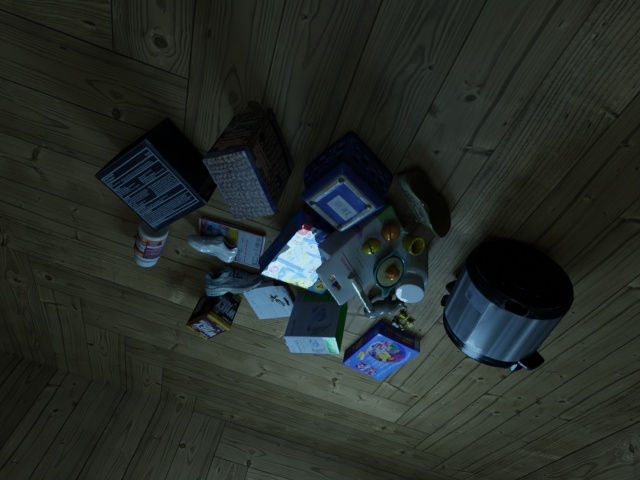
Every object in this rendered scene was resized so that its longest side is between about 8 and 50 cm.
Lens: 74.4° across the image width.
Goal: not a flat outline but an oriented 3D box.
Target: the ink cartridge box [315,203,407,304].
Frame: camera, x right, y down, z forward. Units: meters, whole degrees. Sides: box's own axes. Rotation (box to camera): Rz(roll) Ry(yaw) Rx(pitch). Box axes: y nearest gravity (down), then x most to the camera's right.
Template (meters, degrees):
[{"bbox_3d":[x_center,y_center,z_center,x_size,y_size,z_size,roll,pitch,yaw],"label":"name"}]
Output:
[{"bbox_3d":[0.135,0.041,1.525,0.354,0.119,0.207,-39,122,-10],"label":"ink cartridge box"}]

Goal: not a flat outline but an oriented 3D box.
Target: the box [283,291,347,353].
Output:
[{"bbox_3d":[-0.014,0.367,1.892,0.231,0.261,0.126,-2,130,16],"label":"box"}]

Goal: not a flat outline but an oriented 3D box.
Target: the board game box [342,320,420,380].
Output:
[{"bbox_3d":[0.299,0.561,2.115,0.234,0.078,0.347,28,132,-11],"label":"board game box"}]

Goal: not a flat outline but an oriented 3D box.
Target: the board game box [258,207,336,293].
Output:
[{"bbox_3d":[-0.032,0.054,1.646,0.302,0.086,0.308,22,126,-31],"label":"board game box"}]

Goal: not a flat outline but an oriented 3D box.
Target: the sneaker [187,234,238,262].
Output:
[{"bbox_3d":[-0.451,0.010,1.780,0.212,0.080,0.094,24,121,-18],"label":"sneaker"}]

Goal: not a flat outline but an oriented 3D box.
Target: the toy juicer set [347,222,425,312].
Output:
[{"bbox_3d":[0.215,0.092,1.461,0.209,0.089,0.328,34,90,-34],"label":"toy juicer set"}]

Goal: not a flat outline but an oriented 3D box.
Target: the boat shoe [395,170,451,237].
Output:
[{"bbox_3d":[0.366,-0.128,1.480,0.285,0.104,0.089,54,160,-25],"label":"boat shoe"}]

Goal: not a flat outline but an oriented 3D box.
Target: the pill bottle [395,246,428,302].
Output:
[{"bbox_3d":[0.344,0.118,1.603,0.131,0.229,0.131,7,132,8],"label":"pill bottle"}]

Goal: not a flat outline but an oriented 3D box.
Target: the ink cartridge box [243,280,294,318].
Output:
[{"bbox_3d":[-0.233,0.285,2.018,0.224,0.045,0.223,-8,129,19],"label":"ink cartridge box"}]

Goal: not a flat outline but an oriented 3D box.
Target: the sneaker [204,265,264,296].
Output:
[{"bbox_3d":[-0.399,0.176,1.919,0.284,0.110,0.122,-10,102,6],"label":"sneaker"}]

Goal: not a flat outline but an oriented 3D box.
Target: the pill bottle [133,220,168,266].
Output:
[{"bbox_3d":[-0.748,0.014,1.846,0.121,0.121,0.221,26,132,-10],"label":"pill bottle"}]

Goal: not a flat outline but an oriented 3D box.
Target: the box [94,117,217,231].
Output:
[{"bbox_3d":[-0.583,-0.233,1.543,0.297,0.182,0.294,-22,124,27],"label":"box"}]

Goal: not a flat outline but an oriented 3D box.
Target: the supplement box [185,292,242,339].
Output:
[{"bbox_3d":[-0.512,0.346,2.038,0.191,0.194,0.129,-28,120,33],"label":"supplement box"}]

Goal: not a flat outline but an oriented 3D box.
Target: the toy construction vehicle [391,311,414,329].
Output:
[{"bbox_3d":[0.380,0.375,1.964,0.098,0.035,0.086,37,118,-22],"label":"toy construction vehicle"}]

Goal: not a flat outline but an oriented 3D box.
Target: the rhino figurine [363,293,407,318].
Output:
[{"bbox_3d":[0.293,0.279,1.844,0.244,0.106,0.073,-21,124,29],"label":"rhino figurine"}]

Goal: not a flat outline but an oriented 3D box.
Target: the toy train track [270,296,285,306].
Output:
[{"bbox_3d":[-0.202,0.290,1.974,0.083,0.014,0.048,35,129,-20],"label":"toy train track"}]

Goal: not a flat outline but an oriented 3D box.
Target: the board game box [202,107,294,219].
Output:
[{"bbox_3d":[-0.218,-0.251,1.365,0.141,0.290,0.231,-7,130,19],"label":"board game box"}]

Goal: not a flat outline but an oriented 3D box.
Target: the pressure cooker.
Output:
[{"bbox_3d":[0.653,0.251,1.556,0.376,0.369,0.420,15,129,5],"label":"pressure cooker"}]

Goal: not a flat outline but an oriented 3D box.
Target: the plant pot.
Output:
[{"bbox_3d":[0.083,-0.177,1.414,0.236,0.212,0.236,-33,117,34],"label":"plant pot"}]

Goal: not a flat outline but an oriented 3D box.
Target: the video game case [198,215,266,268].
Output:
[{"bbox_3d":[-0.385,0.010,1.821,0.286,0.025,0.204,16,133,-2],"label":"video game case"}]
